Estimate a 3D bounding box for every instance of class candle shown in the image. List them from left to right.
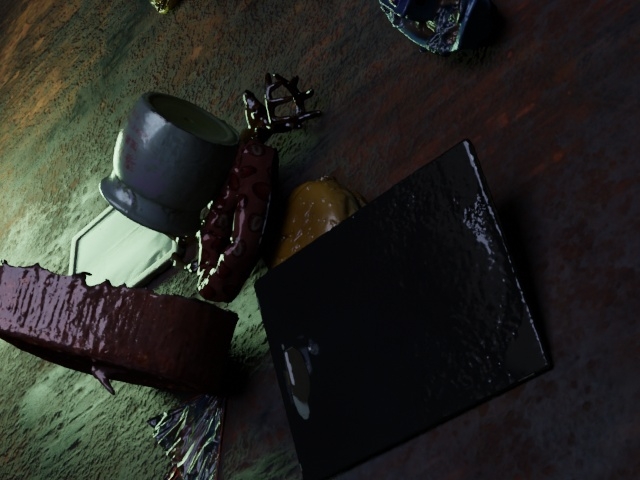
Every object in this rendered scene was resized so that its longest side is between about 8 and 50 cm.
[{"bbox_3d":[-0.268,0.116,1.441,0.317,0.287,0.131,-4,67,52],"label":"candle"}]

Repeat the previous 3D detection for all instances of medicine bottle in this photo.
[{"bbox_3d":[-0.191,-0.095,1.498,0.143,0.147,0.147,-61,32,18],"label":"medicine bottle"}]

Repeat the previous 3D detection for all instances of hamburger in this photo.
[{"bbox_3d":[-0.265,-0.437,2.063,0.083,0.044,0.076,-45,35,19],"label":"hamburger"},{"bbox_3d":[0.000,0.000,1.352,0.138,0.083,0.147,-53,38,12],"label":"hamburger"}]

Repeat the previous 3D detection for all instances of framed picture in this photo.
[{"bbox_3d":[-0.298,0.008,1.799,0.289,0.016,0.213,-35,41,33],"label":"framed picture"},{"bbox_3d":[0.066,0.079,1.199,0.324,0.013,0.244,-34,60,35],"label":"framed picture"}]

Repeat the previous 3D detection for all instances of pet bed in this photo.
[{"bbox_3d":[-0.099,-0.019,1.410,0.201,0.053,0.201,-164,90,-75],"label":"pet bed"}]

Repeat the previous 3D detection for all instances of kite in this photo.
[{"bbox_3d":[-0.159,0.253,1.438,0.189,0.009,0.232,-59,33,3],"label":"kite"}]

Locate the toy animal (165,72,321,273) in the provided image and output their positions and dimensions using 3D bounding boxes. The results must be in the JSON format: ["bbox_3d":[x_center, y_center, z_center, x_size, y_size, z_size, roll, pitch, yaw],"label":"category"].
[{"bbox_3d":[-0.108,-0.081,1.577,0.260,0.087,0.244,-15,69,42],"label":"toy animal"}]

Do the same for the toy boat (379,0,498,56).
[{"bbox_3d":[0.115,-0.279,1.379,0.223,0.097,0.100,46,122,53],"label":"toy boat"}]
